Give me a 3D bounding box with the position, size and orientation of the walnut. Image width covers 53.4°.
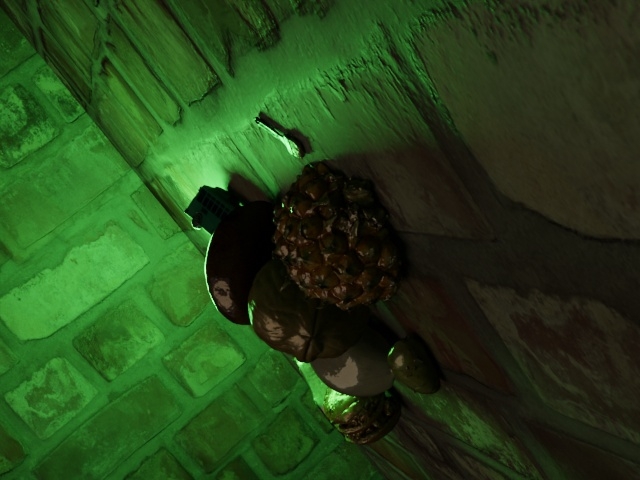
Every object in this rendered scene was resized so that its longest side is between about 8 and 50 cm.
[{"bbox_3d":[-0.024,0.147,1.485,0.277,0.252,0.313,41,-162,-15],"label":"walnut"}]

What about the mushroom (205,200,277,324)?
[{"bbox_3d":[-0.173,0.077,1.719,0.260,0.345,0.345,-7,124,48],"label":"mushroom"}]

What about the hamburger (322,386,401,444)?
[{"bbox_3d":[0.131,0.560,2.186,0.211,0.245,0.260,47,-158,-21],"label":"hamburger"}]

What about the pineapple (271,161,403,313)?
[{"bbox_3d":[0.000,-0.001,1.237,0.344,0.209,0.286,47,164,13],"label":"pineapple"}]

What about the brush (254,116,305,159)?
[{"bbox_3d":[-0.088,-0.220,1.329,0.164,0.014,0.051,39,160,34],"label":"brush"}]

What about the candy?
[{"bbox_3d":[0.075,0.606,2.497,0.386,0.186,0.427,46,169,45],"label":"candy"}]

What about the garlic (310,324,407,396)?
[{"bbox_3d":[0.113,0.294,1.768,0.340,0.231,0.245,18,105,32],"label":"garlic"}]

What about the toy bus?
[{"bbox_3d":[-0.304,-0.069,2.015,0.256,0.147,0.128,37,-171,39],"label":"toy bus"}]

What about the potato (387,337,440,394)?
[{"bbox_3d":[0.233,0.311,1.569,0.105,0.085,0.188,-20,122,33],"label":"potato"}]
